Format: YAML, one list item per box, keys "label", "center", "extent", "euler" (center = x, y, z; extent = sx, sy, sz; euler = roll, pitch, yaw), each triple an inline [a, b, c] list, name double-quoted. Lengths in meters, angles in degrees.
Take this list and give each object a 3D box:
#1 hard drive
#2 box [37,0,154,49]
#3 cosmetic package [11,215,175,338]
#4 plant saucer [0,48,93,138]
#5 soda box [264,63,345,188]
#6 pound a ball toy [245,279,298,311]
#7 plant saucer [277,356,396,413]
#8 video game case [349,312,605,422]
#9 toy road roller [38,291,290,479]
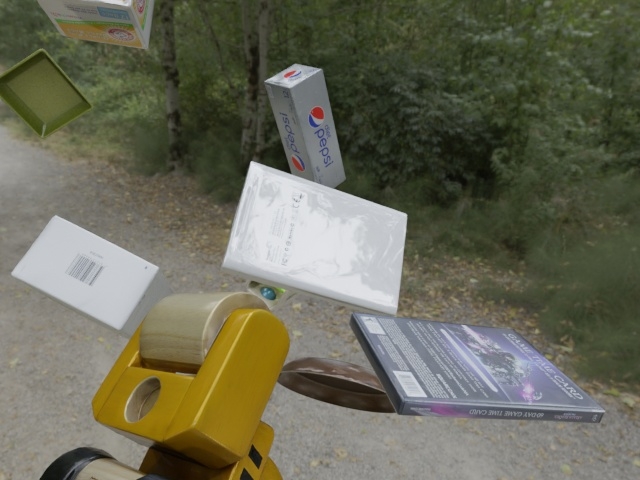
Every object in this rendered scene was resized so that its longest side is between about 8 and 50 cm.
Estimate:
- label: "hard drive"
  center: [0.000, 0.000, 0.992]
  extent: [0.353, 0.233, 0.047]
  euler: [17, -25, -14]
- label: "box"
  center: [-0.270, -0.365, 0.619]
  extent: [0.114, 0.203, 0.103]
  euler: [7, -7, -8]
- label: "cosmetic package"
  center: [-0.439, 0.092, 0.990]
  extent: [0.224, 0.138, 0.225]
  euler: [27, -19, 2]
- label: "plant saucer"
  center: [-0.758, -0.403, 1.348]
  extent: [0.188, 0.188, 0.045]
  euler: [-28, 37, 8]
- label: "soda box"
  center: [-0.028, -0.242, 1.116]
  extent: [0.098, 0.286, 0.091]
  euler: [-39, 45, -25]
- label: "pound a ball toy"
  center: [-0.132, 0.096, 1.592]
  extent: [0.208, 0.136, 0.319]
  euler: [39, 24, 12]
- label: "plant saucer"
  center: [0.047, 0.331, 1.130]
  extent: [0.310, 0.310, 0.050]
  euler: [7, 63, 14]
- label: "video game case"
  center: [0.193, 0.163, 0.647]
  extent: [0.274, 0.026, 0.196]
  euler: [9, 18, -17]
- label: "toy road roller"
  center: [-0.138, 0.245, 0.589]
  extent: [0.202, 0.240, 0.329]
  euler: [-6, 50, 39]
